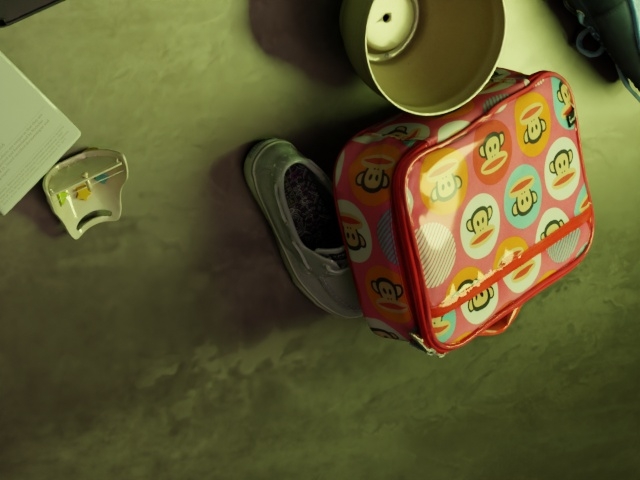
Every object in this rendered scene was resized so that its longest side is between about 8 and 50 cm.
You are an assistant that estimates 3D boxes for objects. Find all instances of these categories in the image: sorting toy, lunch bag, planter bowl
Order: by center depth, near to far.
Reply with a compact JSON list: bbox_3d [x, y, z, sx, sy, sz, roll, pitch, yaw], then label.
[{"bbox_3d":[-0.221,-0.040,1.811,0.083,0.045,0.075,-26,125,-19],"label":"sorting toy"},{"bbox_3d":[0.085,-0.212,1.875,0.162,0.109,0.162,-10,110,-28],"label":"planter bowl"},{"bbox_3d":[0.151,-0.019,1.939,0.293,0.120,0.258,-31,119,-39],"label":"lunch bag"}]

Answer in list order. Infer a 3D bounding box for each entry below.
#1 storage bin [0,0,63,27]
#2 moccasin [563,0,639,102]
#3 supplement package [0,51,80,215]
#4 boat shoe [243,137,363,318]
[{"bbox_3d":[-0.273,-0.285,1.625,0.122,0.084,0.180,-27,118,-18],"label":"storage bin"},{"bbox_3d":[0.312,-0.274,1.981,0.138,0.117,0.342,-42,118,-24],"label":"moccasin"},{"bbox_3d":[-0.318,-0.127,1.686,0.105,0.105,0.179,-47,123,-6],"label":"supplement package"},{"bbox_3d":[0.001,-0.001,1.920,0.079,0.081,0.227,-39,121,-12],"label":"boat shoe"}]
